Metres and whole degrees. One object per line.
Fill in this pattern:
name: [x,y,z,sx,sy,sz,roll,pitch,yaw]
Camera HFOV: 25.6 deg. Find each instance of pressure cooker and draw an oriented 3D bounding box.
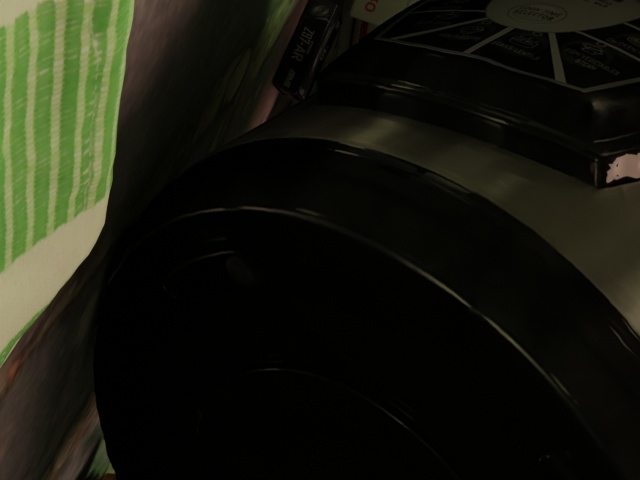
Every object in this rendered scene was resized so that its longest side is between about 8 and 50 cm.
pressure cooker: [0.135,0.044,0.756,0.420,0.370,0.375,-34,180,-40]

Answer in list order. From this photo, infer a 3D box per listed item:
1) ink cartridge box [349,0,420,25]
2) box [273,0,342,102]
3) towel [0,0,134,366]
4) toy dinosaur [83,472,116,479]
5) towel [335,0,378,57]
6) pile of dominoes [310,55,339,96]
ink cartridge box: [0.088,-0.200,0.995,0.090,0.143,0.092,-76,-173,-48]
box: [-0.008,-0.131,0.975,0.083,0.018,0.067,-2,117,-87]
towel: [-0.083,-0.026,0.235,0.325,0.038,0.248,112,4,-48]
toy dinosaur: [-0.112,0.228,0.928,0.322,0.164,0.218,-3,103,-63]
towel: [0.096,-0.175,1.233,0.329,0.037,0.237,-41,143,-53]
pile of dominoes: [0.000,0.000,1.084,0.251,0.040,0.196,-59,154,5]
